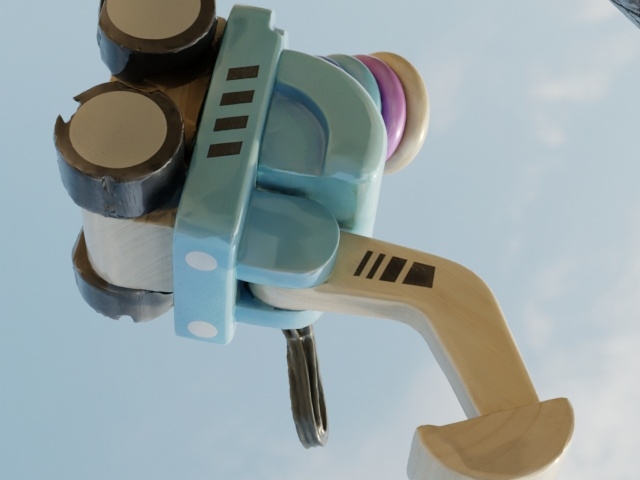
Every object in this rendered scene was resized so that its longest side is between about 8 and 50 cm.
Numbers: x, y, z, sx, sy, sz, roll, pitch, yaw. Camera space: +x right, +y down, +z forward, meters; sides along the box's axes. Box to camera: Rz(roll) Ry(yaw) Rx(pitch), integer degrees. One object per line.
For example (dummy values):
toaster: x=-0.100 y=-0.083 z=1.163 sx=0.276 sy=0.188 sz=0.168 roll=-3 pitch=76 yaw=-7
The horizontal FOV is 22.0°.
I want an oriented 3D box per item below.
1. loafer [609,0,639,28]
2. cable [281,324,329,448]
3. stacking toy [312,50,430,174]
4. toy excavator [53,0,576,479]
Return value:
loafer: x=0.186 y=-0.212 z=1.008 sx=0.095 sy=0.302 sz=0.109 roll=-46 pitch=-150 yaw=8
cable: x=-0.043 y=0.076 z=1.729 sx=0.072 sy=0.287 sz=0.139 roll=-6 pitch=-155 yaw=5
stacking toy: x=-0.037 y=-0.143 z=1.771 sx=0.330 sy=0.141 sz=0.141 roll=-1 pitch=-154 yaw=-44
toy excavator: x=0.000 y=0.000 z=1.397 sx=0.445 sy=0.222 sz=0.433 roll=8 pitch=-125 yaw=3
